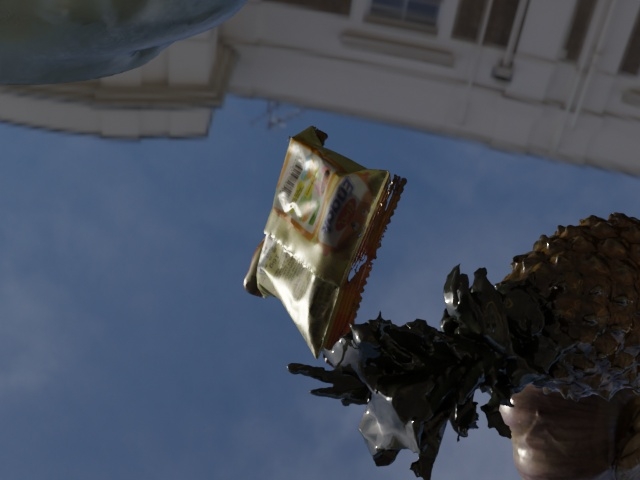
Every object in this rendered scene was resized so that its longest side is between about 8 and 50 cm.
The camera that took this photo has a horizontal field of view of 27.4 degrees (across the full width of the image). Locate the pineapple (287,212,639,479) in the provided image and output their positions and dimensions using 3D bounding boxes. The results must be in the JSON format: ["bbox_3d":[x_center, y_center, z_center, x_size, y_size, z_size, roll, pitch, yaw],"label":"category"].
[{"bbox_3d":[0.054,0.025,0.356,0.124,0.058,0.058,-12,-131,-42],"label":"pineapple"}]

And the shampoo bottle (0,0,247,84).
[{"bbox_3d":[-0.178,-0.268,0.843,0.322,0.317,0.322,-8,-162,3],"label":"shampoo bottle"}]

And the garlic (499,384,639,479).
[{"bbox_3d":[0.295,0.172,1.321,0.245,0.245,0.160,-37,-160,-33],"label":"garlic"}]

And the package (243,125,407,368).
[{"bbox_3d":[-0.001,-0.001,0.725,0.031,0.108,0.121,13,-168,-27],"label":"package"}]
